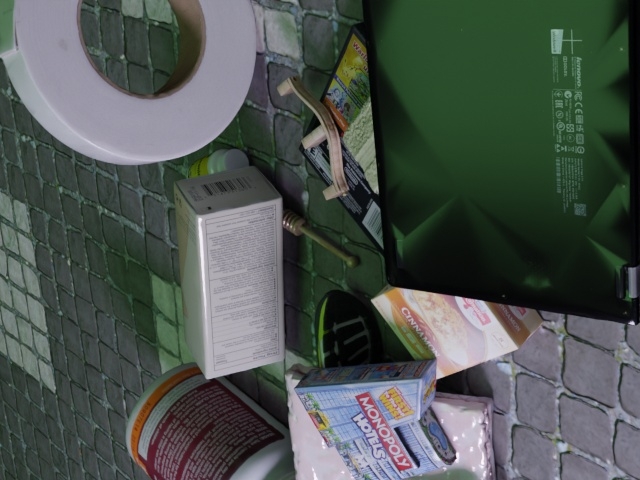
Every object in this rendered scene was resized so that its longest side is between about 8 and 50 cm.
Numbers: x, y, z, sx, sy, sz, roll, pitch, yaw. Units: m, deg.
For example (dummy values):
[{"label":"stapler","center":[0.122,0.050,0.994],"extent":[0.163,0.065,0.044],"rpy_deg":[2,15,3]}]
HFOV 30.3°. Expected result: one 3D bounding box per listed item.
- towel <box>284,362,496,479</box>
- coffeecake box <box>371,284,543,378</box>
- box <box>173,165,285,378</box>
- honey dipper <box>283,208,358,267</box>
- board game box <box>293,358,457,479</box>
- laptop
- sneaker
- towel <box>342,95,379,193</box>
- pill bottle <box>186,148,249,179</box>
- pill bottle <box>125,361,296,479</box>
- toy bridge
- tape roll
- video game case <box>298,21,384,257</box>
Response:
[{"label":"towel","center":[0.105,0.349,1.724],"extent":[0.317,0.053,0.332],"rpy_deg":[6,115,25]},{"label":"coffeecake box","center":[0.177,0.092,1.552],"extent":[0.142,0.068,0.185],"rpy_deg":[54,142,-4]},{"label":"box","center":[-0.143,0.053,1.886],"extent":[0.121,0.148,0.311],"rpy_deg":[-131,36,-51]},{"label":"honey dipper","center":[0.000,0.000,1.805],"extent":[0.160,0.030,0.030],"rpy_deg":[33,132,34]},{"label":"board game box","center":[0.094,0.243,1.611],"extent":[0.194,0.060,0.194],"rpy_deg":[-24,101,34]},{"label":"laptop","center":[0.276,-0.145,1.099],"extent":[0.407,0.236,0.382],"rpy_deg":[7,113,33]},{"label":"sneaker","center":[0.022,0.214,1.817],"extent":[0.121,0.111,0.300],"rpy_deg":[20,121,51]},{"label":"towel","center":[0.084,-0.139,1.562],"extent":[0.110,0.027,0.148],"rpy_deg":[59,143,16]},{"label":"pill bottle","center":[-0.166,-0.113,1.929],"extent":[0.116,0.065,0.065],"rpy_deg":[-18,93,54]},{"label":"pill bottle","center":[-0.140,0.395,2.014],"extent":[0.392,0.224,0.224],"rpy_deg":[33,131,40]},{"label":"toy bridge","center":[-0.002,-0.149,1.672],"extent":[0.063,0.026,0.188],"rpy_deg":[-33,79,53]},{"label":"tape roll","center":[-0.271,-0.301,1.694],"extent":[0.072,0.392,0.392],"rpy_deg":[-3,105,54]},{"label":"video game case","center":[0.092,-0.117,1.617],"extent":[0.275,0.035,0.248],"rpy_deg":[52,142,23]}]
